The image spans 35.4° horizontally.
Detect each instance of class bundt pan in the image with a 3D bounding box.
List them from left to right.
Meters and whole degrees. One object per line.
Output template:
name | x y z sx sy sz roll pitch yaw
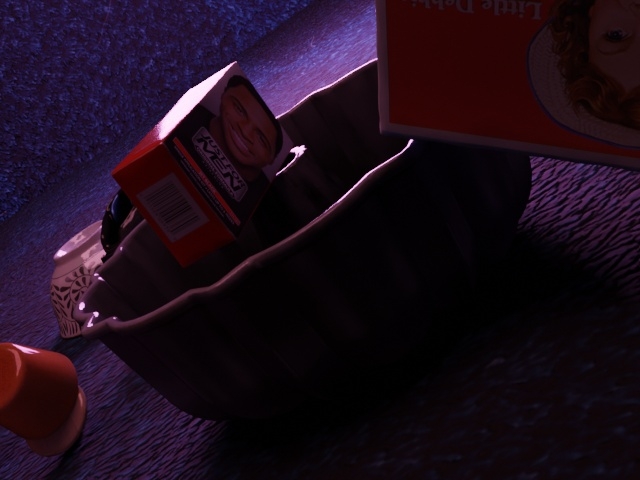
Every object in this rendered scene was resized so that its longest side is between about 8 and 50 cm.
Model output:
bundt pan | 0.000 0.000 0.686 0.330 0.124 0.331 -31 17 11

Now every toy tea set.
toy tea set | -0.341 0.181 0.877 0.336 0.124 0.200 -4 66 28

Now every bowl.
bowl | -0.256 0.029 1.162 0.170 0.080 0.170 -32 18 12

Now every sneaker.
sneaker | -0.149 -0.027 1.039 0.079 0.121 0.217 -24 21 30

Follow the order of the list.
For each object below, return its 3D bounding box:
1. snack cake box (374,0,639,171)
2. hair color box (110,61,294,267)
snack cake box | 0.160 -0.115 0.456 0.264 0.152 0.089 11 38 22
hair color box | -0.067 -0.051 0.618 0.043 0.072 0.141 -28 19 25
